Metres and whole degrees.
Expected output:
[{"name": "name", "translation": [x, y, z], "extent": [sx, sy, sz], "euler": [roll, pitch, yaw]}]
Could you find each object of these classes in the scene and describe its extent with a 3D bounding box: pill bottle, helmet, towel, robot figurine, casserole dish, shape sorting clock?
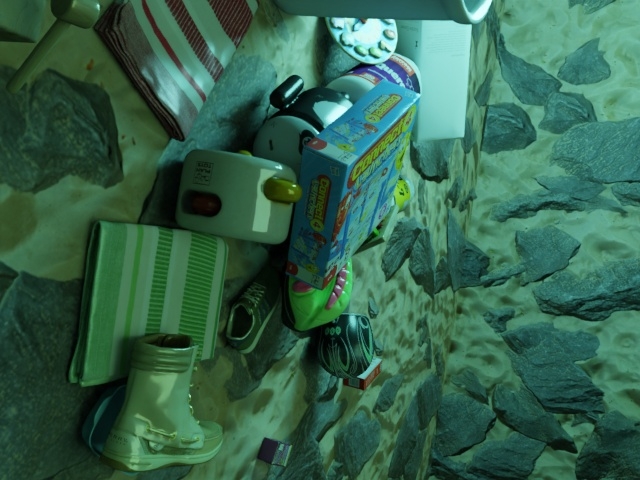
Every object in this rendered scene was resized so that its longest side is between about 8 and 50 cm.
[{"name": "pill bottle", "translation": [0.134, -0.347, 1.525], "extent": [0.323, 0.181, 0.181], "euler": [-47, 139, -48]}, {"name": "helmet", "translation": [0.064, 0.279, 1.644], "extent": [0.169, 0.169, 0.161], "euler": [34, 53, -62]}, {"name": "towel", "translation": [-0.203, -0.357, 1.001], "extent": [0.329, 0.037, 0.237], "euler": [-67, 152, -25]}, {"name": "pill bottle", "translation": [0.188, -0.126, 1.792], "extent": [0.208, 0.119, 0.119], "euler": [-27, 124, -59]}, {"name": "robot figurine", "translation": [-0.018, -0.206, 1.273], "extent": [0.278, 0.209, 0.173], "euler": [-50, 173, -46]}, {"name": "casserole dish", "translation": [-0.318, 0.303, 1.011], "extent": [0.114, 0.037, 0.188], "euler": [-64, 149, -29]}, {"name": "towel", "translation": [-0.267, 0.099, 1.043], "extent": [0.325, 0.038, 0.248], "euler": [5, 94, -63]}, {"name": "shape sorting clock", "translation": [0.097, -0.505, 1.446], "extent": [0.206, 0.040, 0.206], "euler": [8, 74, -28]}]

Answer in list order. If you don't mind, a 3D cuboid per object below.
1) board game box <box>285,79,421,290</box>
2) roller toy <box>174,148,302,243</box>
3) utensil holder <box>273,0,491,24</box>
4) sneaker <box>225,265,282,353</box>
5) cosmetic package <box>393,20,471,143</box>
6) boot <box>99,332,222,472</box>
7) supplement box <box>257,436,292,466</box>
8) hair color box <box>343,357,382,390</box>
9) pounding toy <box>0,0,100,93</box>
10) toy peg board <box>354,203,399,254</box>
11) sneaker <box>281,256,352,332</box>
[{"name": "board game box", "translation": [0.062, -0.108, 1.208], "extent": [0.308, 0.086, 0.302], "euler": [-48, 158, -42]}, {"name": "roller toy", "translation": [-0.139, -0.079, 1.050], "extent": [0.209, 0.191, 0.146], "euler": [-165, -95, -75]}, {"name": "utensil holder", "translation": [0.114, -0.573, 1.167], "extent": [0.327, 0.385, 0.327], "euler": [-32, 127, -57]}, {"name": "sneaker", "translation": [-0.138, 0.134, 1.281], "extent": [0.192, 0.064, 0.086], "euler": [-69, 157, -15]}, {"name": "cosmetic package", "translation": [0.293, -0.481, 1.728], "extent": [0.217, 0.156, 0.385], "euler": [-130, -144, -63]}, {"name": "boot", "translation": [-0.231, 0.257, 1.028], "extent": [0.262, 0.095, 0.203], "euler": [21, 80, -59]}, {"name": "supplement box", "translation": [-0.109, 0.509, 1.508], "extent": [0.083, 0.043, 0.055], "euler": [50, 55, -59]}, {"name": "hair color box", "translation": [0.132, 0.406, 1.932], "extent": [0.141, 0.072, 0.043], "euler": [-29, 124, -58]}, {"name": "pounding toy", "translation": [-0.320, -0.243, 0.606], "extent": [0.094, 0.206, 0.181], "euler": [12, 89, -64]}, {"name": "toy peg board", "translation": [0.103, -0.044, 1.630], "extent": [0.079, 0.161, 0.160], "euler": [52, 37, -19]}, {"name": "sneaker", "translation": [0.000, 0.000, 1.443], "extent": [0.202, 0.185, 0.483], "euler": [-50, -167, 48]}]
